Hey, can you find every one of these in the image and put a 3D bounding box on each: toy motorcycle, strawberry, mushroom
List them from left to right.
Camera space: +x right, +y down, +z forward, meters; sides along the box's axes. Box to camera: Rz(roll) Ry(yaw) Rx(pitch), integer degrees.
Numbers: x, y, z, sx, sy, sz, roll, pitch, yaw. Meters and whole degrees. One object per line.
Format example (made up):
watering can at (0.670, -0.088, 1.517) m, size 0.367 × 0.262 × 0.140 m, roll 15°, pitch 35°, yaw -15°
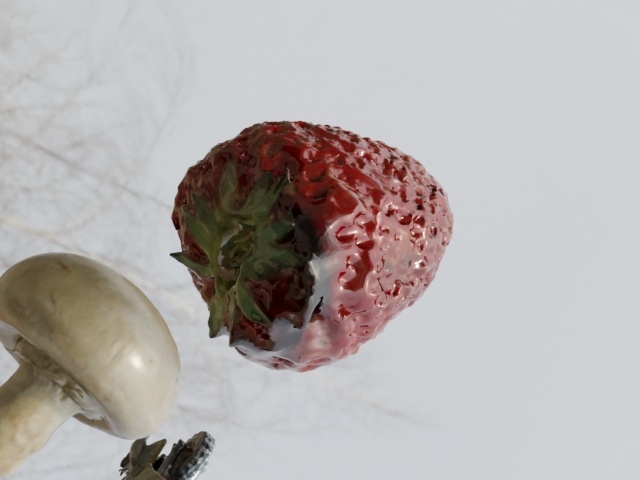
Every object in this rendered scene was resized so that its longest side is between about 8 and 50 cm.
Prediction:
mushroom at (-0.242, 0.107, 1.348) m, size 0.206 × 0.209 × 0.206 m, roll 46°, pitch -36°, yaw 49°
toy motorcycle at (-0.215, 0.310, 1.747) m, size 0.229 × 0.094 × 0.130 m, roll -37°, pitch -160°, yaw 37°
strawberry at (-0.011, 0.009, 1.668) m, size 0.291 × 0.310 × 0.292 m, roll -7°, pitch -102°, yaw 34°
